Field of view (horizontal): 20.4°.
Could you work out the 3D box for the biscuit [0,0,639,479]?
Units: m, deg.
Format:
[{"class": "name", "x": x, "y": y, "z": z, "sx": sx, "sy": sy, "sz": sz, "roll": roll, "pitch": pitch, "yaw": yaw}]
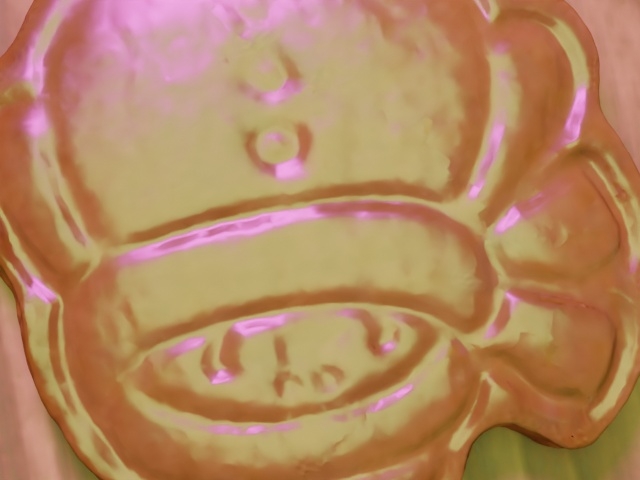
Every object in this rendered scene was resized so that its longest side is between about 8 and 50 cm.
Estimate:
[{"class": "biscuit", "x": 0.000, "y": 0.000, "z": 0.847, "sx": 0.312, "sy": 0.057, "sz": 0.351, "roll": -21, "pitch": 88, "yaw": -2}]
